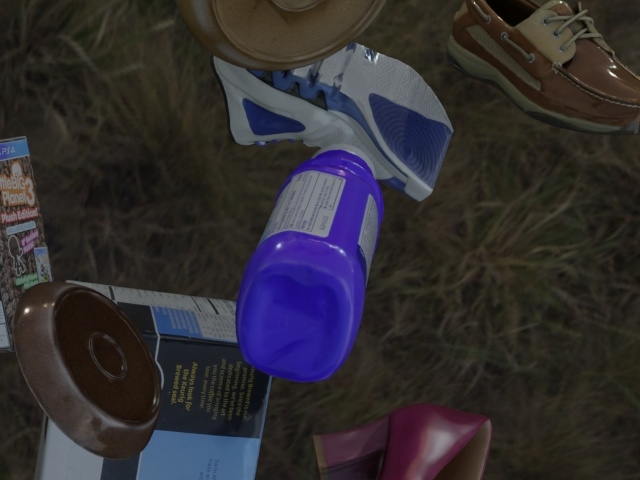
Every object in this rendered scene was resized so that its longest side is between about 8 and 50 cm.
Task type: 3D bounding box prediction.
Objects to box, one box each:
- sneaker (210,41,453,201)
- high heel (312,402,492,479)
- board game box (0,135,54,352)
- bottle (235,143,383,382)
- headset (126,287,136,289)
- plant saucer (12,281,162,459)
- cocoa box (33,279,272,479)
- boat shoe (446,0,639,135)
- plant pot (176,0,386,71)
[{"bbox_3d":[-0.006,-0.163,1.414,0.315,0.182,0.127,35,59,-17],"label":"sneaker"},{"bbox_3d":[0.106,0.265,1.011,0.181,0.127,0.377,-10,33,-5],"label":"high heel"},{"bbox_3d":[-0.526,0.015,1.683,0.232,0.141,0.291,-7,97,13],"label":"board game box"},{"bbox_3d":[0.000,0.000,0.966,0.092,0.118,0.283,13,27,2],"label":"bottle"},{"bbox_3d":[-0.253,0.257,1.662,0.185,0.243,0.394,-28,51,13],"label":"headset"},{"bbox_3d":[-0.188,0.103,0.994,0.029,0.168,0.168,-31,83,21],"label":"plant saucer"},{"bbox_3d":[-0.200,0.243,1.329,0.228,0.231,0.347,8,98,-14],"label":"cocoa box"},{"bbox_3d":[0.271,-0.224,1.402,0.122,0.120,0.324,-17,37,-34],"label":"boat shoe"},{"bbox_3d":[-0.022,-0.257,1.119,0.236,0.236,0.032,-12,43,-21],"label":"plant pot"}]
